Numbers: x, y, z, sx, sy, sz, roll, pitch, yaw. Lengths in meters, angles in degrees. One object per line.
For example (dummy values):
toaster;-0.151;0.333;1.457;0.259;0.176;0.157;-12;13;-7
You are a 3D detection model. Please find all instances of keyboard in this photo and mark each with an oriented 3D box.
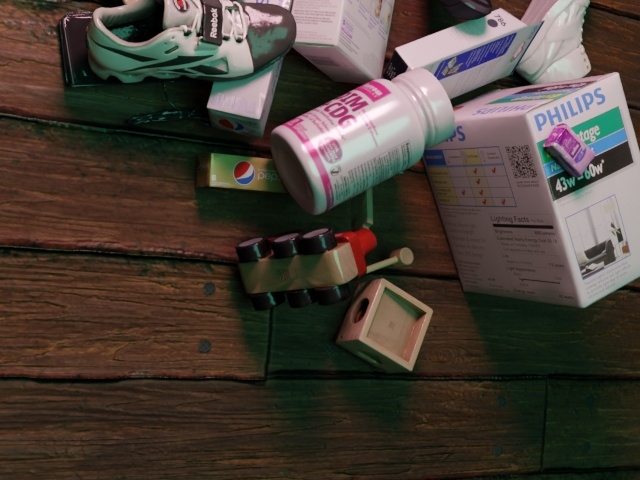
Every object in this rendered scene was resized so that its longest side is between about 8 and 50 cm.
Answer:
keyboard;-0.264;-0.277;1.712;0.317;0.033;0.202;-8;89;-30

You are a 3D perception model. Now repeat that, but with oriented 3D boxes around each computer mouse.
computer mouse;0.272;-0.465;1.946;0.184;0.262;0.060;15;126;-31

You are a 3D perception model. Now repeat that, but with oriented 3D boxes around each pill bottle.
pill bottle;0.072;-0.172;1.742;0.283;0.160;0.160;-28;106;-16

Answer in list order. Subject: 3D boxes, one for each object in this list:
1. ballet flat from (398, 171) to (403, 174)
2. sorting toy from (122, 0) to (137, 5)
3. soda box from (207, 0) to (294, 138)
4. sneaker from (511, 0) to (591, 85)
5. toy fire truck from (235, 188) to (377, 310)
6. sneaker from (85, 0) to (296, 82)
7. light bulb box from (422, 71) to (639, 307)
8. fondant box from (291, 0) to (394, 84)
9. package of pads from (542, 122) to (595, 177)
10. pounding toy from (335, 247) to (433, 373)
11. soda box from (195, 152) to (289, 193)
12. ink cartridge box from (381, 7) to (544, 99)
ballet flat;0.063;-0.138;1.890;0.213;0.072;0.068;-13;94;-30
sorting toy;-0.239;-0.457;1.671;0.208;0.038;0.193;-11;70;-22
soda box;-0.107;-0.321;1.719;0.091;0.098;0.286;13;77;3
sneaker;0.506;-0.431;2.137;0.169;0.108;0.292;42;81;-27
toy fire truck;0.000;0.000;1.791;0.246;0.217;0.158;-30;107;-50
sneaker;-0.192;-0.320;1.590;0.330;0.146;0.122;-11;73;-10
light bulb box;0.396;-0.094;1.923;0.225;0.358;0.361;-25;104;-25
fondant box;0.053;-0.459;1.793;0.238;0.096;0.330;22;79;-68
package of pads;0.409;-0.148;1.710;0.083;0.032;0.050;41;73;-21
pounding toy;0.108;0.111;1.917;0.181;0.094;0.206;32;66;-23
soda box;-0.120;-0.112;1.784;0.181;0.061;0.058;3;89;-31
ink cartridge box;0.255;-0.333;1.947;0.332;0.165;0.065;-23;67;-29
